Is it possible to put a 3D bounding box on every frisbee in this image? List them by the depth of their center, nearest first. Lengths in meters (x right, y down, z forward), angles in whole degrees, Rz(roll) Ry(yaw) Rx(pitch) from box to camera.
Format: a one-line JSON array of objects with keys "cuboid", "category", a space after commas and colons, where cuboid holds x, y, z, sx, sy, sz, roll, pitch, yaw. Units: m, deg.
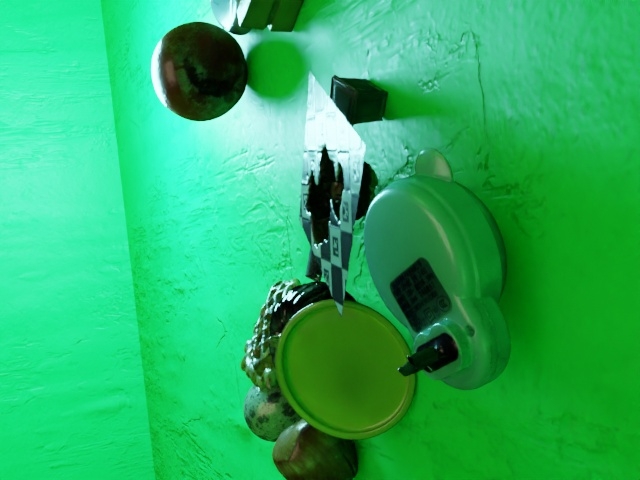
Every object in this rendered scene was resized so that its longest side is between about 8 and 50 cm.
[{"cuboid": [0.037, 0.203, 1.260, 0.236, 0.017, 0.236, 5, 104, 20], "category": "frisbee"}]

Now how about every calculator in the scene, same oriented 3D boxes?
[{"cuboid": [-0.187, -0.537, 1.706, 0.299, 0.041, 0.185, -133, 43, -54], "category": "calculator"}]

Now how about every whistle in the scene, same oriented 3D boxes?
[{"cuboid": [0.000, 0.000, 1.446, 0.033, 0.033, 0.176, -126, 39, -47], "category": "whistle"}]

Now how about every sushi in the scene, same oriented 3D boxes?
[{"cuboid": [0.034, -0.082, 1.229, 0.294, 0.059, 0.292, -114, 24, -53], "category": "sushi"}]

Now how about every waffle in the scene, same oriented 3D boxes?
[{"cuboid": [-0.094, 0.176, 1.573, 0.223, 0.054, 0.204, -65, 17, -3], "category": "waffle"}]

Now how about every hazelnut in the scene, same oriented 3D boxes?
[{"cuboid": [-0.007, 0.388, 1.440, 0.150, 0.150, 0.150, 173, 90, -65], "category": "hazelnut"}]

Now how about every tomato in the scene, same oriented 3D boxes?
[{"cuboid": [-0.256, -0.359, 1.704, 0.184, 0.208, 0.208, -171, 76, -74], "category": "tomato"}]

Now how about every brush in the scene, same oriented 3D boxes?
[{"cuboid": [-0.068, -0.467, 1.400, 0.233, 0.103, 0.047, 122, 139, -52], "category": "brush"}]

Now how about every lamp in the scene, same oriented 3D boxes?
[{"cuboid": [0.148, 0.044, 0.994, 0.209, 0.147, 0.284, 130, 137, -60], "category": "lamp"}]

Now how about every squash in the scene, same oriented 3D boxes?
[{"cuboid": [-0.007, 0.165, 1.362, 0.193, 0.156, 0.193, -6, 79, 31], "category": "squash"}]

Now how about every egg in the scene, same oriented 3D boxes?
[{"cuboid": [-0.080, 0.329, 1.583, 0.172, 0.132, 0.132, -36, 62, 49], "category": "egg"}]

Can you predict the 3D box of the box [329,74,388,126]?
[{"cuboid": [0.058, -0.215, 1.230, 0.085, 0.063, 0.060, -133, 45, -54], "category": "box"}]
